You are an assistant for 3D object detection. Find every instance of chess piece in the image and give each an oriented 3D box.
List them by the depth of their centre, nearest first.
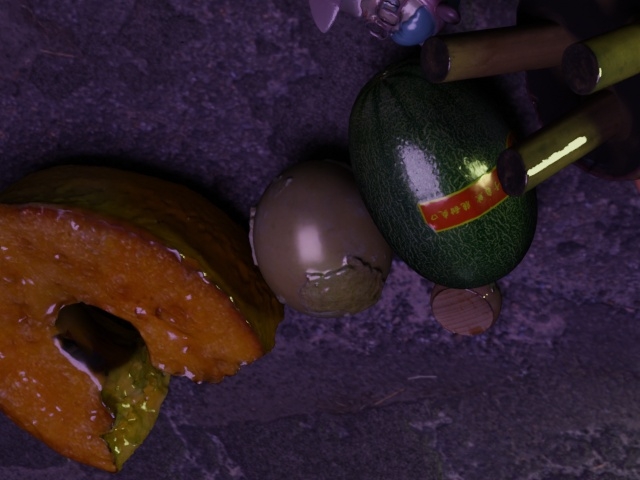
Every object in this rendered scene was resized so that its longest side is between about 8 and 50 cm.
[{"bbox_3d":[0.169,0.072,2.156,0.083,0.038,0.084,9,129,11],"label":"chess piece"}]

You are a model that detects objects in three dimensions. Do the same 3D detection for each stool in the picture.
[{"bbox_3d":[0.241,-0.181,1.748,0.272,0.178,0.272,27,122,52],"label":"stool"}]

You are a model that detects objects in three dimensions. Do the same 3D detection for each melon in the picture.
[{"bbox_3d":[0.134,-0.061,1.964,0.182,0.182,0.288,-10,124,28],"label":"melon"}]

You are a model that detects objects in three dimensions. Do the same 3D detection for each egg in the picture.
[{"bbox_3d":[0.003,0.000,2.077,0.164,0.164,0.201,3,136,19],"label":"egg"}]

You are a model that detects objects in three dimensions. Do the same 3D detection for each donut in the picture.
[{"bbox_3d":[-0.261,0.063,2.236,0.435,0.163,0.377,-31,111,39],"label":"donut"}]

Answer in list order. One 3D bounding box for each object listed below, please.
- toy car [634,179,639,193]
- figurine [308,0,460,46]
[{"bbox_3d":[0.425,-0.094,1.838,0.212,0.180,0.270,43,130,-1],"label":"toy car"},{"bbox_3d":[0.036,-0.299,1.851,0.260,0.103,0.205,35,157,-3],"label":"figurine"}]
